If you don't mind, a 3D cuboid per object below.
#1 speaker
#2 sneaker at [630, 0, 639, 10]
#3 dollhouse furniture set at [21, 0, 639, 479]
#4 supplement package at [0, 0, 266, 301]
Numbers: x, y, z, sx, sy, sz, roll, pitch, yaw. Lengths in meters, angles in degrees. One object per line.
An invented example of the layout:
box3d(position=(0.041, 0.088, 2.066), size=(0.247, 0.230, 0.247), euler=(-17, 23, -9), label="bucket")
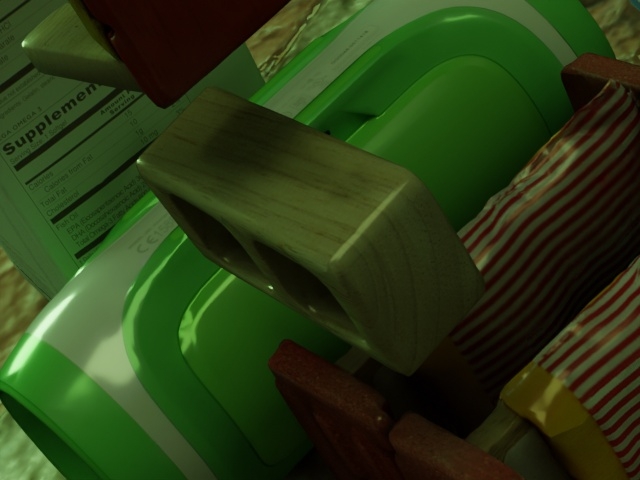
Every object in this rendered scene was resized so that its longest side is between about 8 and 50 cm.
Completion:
box3d(position=(0.000, 0.000, 0.714), size=(0.296, 0.131, 0.131), euler=(-44, 45, -18), label="speaker")
box3d(position=(0.227, -0.206, 0.846), size=(0.081, 0.090, 0.232), euler=(15, 78, 35), label="sneaker")
box3d(position=(0.056, -0.042, 0.550), size=(0.201, 0.374, 0.152), euler=(-45, 41, -16), label="dollhouse furniture set")
box3d(position=(-0.119, -0.077, 0.761), size=(0.134, 0.244, 0.139), euler=(-41, 45, -14), label="supplement package")
